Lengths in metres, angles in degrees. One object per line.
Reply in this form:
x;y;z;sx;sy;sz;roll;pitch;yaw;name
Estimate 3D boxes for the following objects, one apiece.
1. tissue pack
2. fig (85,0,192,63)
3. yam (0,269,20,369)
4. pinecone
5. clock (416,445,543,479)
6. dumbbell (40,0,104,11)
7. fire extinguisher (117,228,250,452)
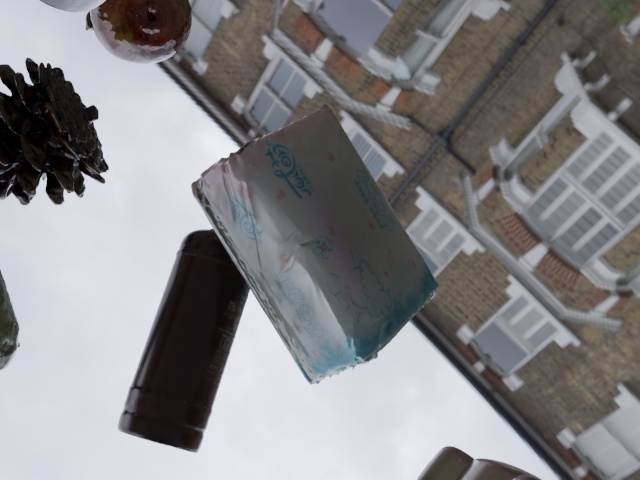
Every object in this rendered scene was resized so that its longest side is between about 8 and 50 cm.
0.001;-0.001;0.874;0.271;0.124;0.201;58;-142;-3;tissue pack
-0.354;-0.439;1.449;0.205;0.205;0.205;22;-141;-19;fig
-0.502;0.042;1.008;0.133;0.330;0.133;-10;-151;5;yam
-0.386;-0.133;0.999;0.208;0.207;0.207;22;-141;-19;pinecone
0.256;0.344;0.775;0.309;0.284;0.114;44;-103;-8;clock
-0.161;-0.257;0.564;0.100;0.191;0.100;15;-113;-39;dumbbell
-0.147;0.080;0.936;0.102;0.138;0.344;19;-106;-8;fire extinguisher
